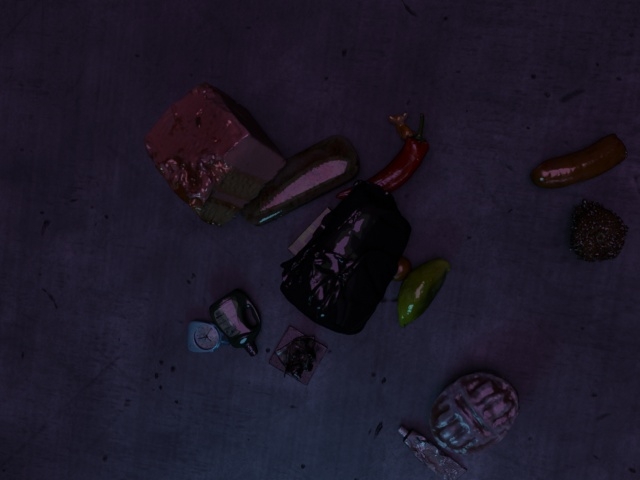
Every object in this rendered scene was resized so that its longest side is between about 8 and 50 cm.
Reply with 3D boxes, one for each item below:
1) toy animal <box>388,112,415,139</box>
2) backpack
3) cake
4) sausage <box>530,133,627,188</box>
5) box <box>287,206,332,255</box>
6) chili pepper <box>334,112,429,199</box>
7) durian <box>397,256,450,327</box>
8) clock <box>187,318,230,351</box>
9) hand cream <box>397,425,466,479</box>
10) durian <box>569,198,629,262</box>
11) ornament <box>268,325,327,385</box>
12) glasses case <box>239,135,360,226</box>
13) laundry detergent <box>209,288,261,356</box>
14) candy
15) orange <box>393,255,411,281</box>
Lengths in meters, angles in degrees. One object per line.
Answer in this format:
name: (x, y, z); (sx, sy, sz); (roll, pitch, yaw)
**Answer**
toy animal: (0.256, -0.361, 1.689); (0.060, 0.081, 0.083); (-24, 110, 11)
backpack: (0.093, 0.043, 1.609); (0.255, 0.363, 0.445); (35, 91, 36)
cake: (-0.321, -0.259, 1.628); (0.307, 0.293, 0.314); (-42, 69, 8)
sausage: (0.766, -0.225, 1.608); (0.270, 0.109, 0.109); (-20, 90, 8)
box: (0.000, 0.000, 1.765); (0.121, 0.030, 0.193); (45, 99, 4)
chili pepper: (0.219, -0.219, 1.672); (0.368, 0.092, 0.137); (-45, 128, 13)
durian: (0.312, 0.162, 1.676); (0.101, 0.139, 0.250); (33, 88, 47)
clock: (-0.378, 0.327, 1.831); (0.147, 0.045, 0.108); (3, 94, 7)
hand cream: (0.354, 0.692, 1.746); (0.257, 0.050, 0.084); (42, 95, 1)
durian: (0.796, -0.031, 1.568); (0.167, 0.196, 0.196); (-19, 90, 11)
ornament: (-0.084, 0.384, 1.717); (0.153, 0.196, 0.166); (28, 96, 5)
glasses case: (-0.076, -0.190, 1.731); (0.425, 0.098, 0.156); (-26, 81, 9)
laundry detergent: (-0.264, 0.280, 1.796); (0.144, 0.078, 0.221); (-34, 88, -1)
candy: (0.476, 0.526, 1.663); (0.289, 0.157, 0.214); (-41, 73, 15)
orange: (0.250, 0.090, 1.711); (0.085, 0.085, 0.085); (0, 93, 8)
